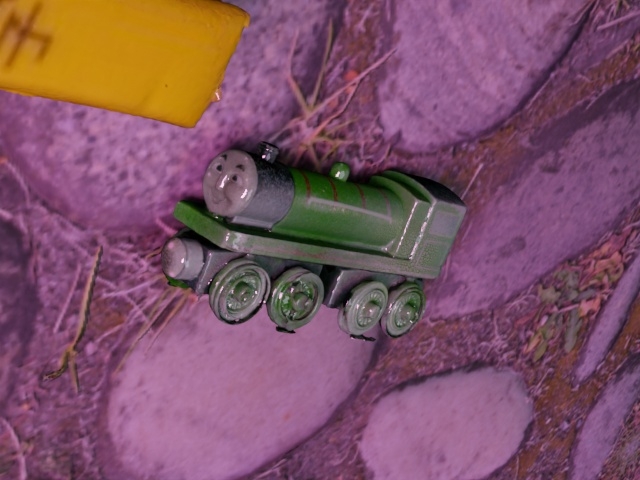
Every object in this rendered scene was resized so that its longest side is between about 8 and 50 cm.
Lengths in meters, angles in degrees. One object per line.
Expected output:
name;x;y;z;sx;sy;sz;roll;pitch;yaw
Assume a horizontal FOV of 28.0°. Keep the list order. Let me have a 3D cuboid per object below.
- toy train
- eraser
toy train;0.000;0.000;0.881;0.251;0.085;0.119;10;106;-51
eraser;-0.159;-0.120;0.561;0.226;0.158;0.069;7;117;-47
